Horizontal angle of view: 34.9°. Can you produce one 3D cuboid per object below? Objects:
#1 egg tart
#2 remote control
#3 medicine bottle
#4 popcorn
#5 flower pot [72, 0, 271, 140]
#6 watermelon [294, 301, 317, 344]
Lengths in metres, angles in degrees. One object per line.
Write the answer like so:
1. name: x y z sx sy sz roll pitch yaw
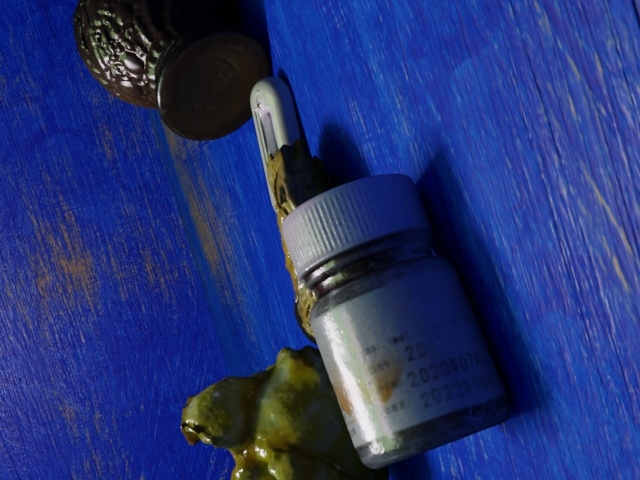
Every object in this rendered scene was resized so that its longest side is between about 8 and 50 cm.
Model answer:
1. egg tart: 0.000 0.000 1.373 0.291 0.107 0.290 169 90 -87
2. remote control: -0.060 -0.135 1.524 0.078 0.042 0.221 -4 99 52
3. medicine bottle: 0.073 0.083 1.049 0.165 0.165 0.273 115 134 -71
4. popcorn: -0.020 0.320 1.516 0.321 0.290 0.326 64 172 -5
5. flower pot: -0.222 -0.303 1.610 0.267 0.267 0.266 45 152 40
6. watermelon: 0.000 0.119 1.600 0.078 0.078 0.110 93 155 -57
